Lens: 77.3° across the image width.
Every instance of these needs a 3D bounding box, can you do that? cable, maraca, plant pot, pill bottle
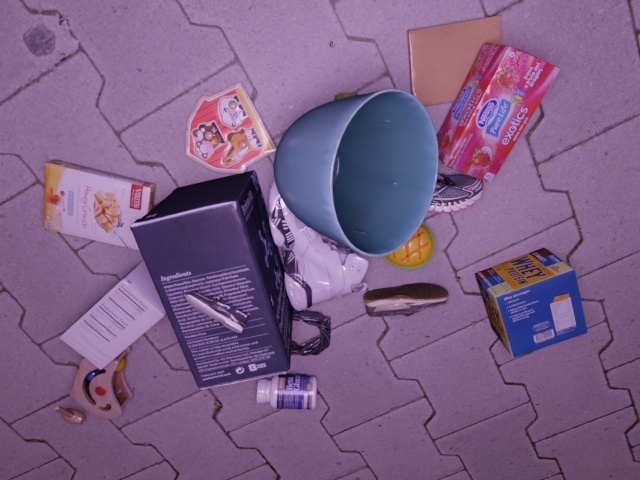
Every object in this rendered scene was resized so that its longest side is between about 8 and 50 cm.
[{"bbox_3d":[-0.063,0.261,1.134,0.185,0.047,0.150,5,116,-6],"label":"cable"},{"bbox_3d":[0.195,-0.003,1.007,0.186,0.099,0.127,26,89,10],"label":"maraca"},{"bbox_3d":[0.060,-0.290,0.905,0.084,0.083,0.079,-4,99,0],"label":"plant pot"},{"bbox_3d":[0.048,-0.136,0.786,0.293,0.235,0.292,-14,111,-39],"label":"plant pot"},{"bbox_3d":[-0.098,0.443,1.172,0.170,0.094,0.094,3,111,-3],"label":"pill bottle"}]

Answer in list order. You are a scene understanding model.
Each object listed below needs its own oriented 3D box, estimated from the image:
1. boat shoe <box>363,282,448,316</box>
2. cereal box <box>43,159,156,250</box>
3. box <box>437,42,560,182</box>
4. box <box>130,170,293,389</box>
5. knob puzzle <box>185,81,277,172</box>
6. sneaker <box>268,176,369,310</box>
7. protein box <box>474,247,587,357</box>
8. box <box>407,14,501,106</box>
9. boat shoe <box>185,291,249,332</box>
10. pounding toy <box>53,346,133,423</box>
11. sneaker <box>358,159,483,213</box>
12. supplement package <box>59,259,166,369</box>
[{"bbox_3d":[0.231,0.168,1.087,0.224,0.080,0.073,-5,117,6],"label":"boat shoe"},{"bbox_3d":[-0.539,-0.083,0.979,0.241,0.047,0.172,13,111,-6],"label":"cereal box"},{"bbox_3d":[0.363,-0.274,0.868,0.123,0.128,0.256,17,118,-11],"label":"box"},{"bbox_3d":[-0.211,0.075,0.919,0.212,0.293,0.395,-13,112,3],"label":"box"},{"bbox_3d":[-0.227,-0.242,0.923,0.214,0.030,0.212,0,105,1],"label":"knob puzzle"},{"bbox_3d":[0.000,0.000,0.984,0.211,0.137,0.365,-10,116,1],"label":"sneaker"},{"bbox_3d":[0.551,0.162,1.057,0.200,0.136,0.201,-22,110,7],"label":"protein box"},{"bbox_3d":[0.300,-0.396,0.894,0.202,0.021,0.164,-9,112,2],"label":"box"},{"bbox_3d":[-0.195,0.129,0.764,0.125,0.038,0.046,33,149,-8],"label":"boat shoe"},{"bbox_3d":[-0.622,0.433,1.121,0.154,0.155,0.269,26,108,-6],"label":"pounding toy"},{"bbox_3d":[0.233,-0.134,0.935,0.300,0.120,0.111,0,121,-2],"label":"sneaker"},{"bbox_3d":[-0.511,0.189,1.038,0.244,0.139,0.134,-39,106,13],"label":"supplement package"}]
